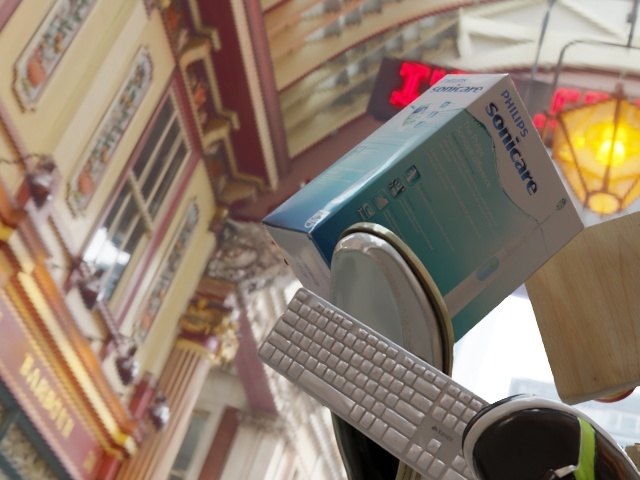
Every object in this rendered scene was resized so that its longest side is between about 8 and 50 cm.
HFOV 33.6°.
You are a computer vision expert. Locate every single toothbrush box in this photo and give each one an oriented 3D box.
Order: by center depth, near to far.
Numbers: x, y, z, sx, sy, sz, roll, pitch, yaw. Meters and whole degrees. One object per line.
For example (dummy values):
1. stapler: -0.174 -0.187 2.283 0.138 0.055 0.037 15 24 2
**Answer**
1. toothbrush box: 0.120 -0.019 1.183 0.216 0.295 0.126 57 -17 -22

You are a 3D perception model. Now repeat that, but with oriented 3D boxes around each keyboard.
1. keyboard: 0.051 0.118 0.825 0.256 0.072 0.014 30 -12 39

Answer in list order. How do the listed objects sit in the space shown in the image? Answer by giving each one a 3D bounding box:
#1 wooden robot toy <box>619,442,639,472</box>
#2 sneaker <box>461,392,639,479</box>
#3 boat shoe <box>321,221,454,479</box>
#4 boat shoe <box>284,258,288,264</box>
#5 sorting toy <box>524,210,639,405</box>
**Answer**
1. wooden robot toy: 0.382 0.271 1.192 0.173 0.079 0.076 7 -15 -7
2. sneaker: 0.182 0.186 0.630 0.234 0.084 0.097 46 3 -4
3. boat shoe: 0.060 0.135 1.005 0.113 0.103 0.302 3 -63 40
4. boat shoe: 0.000 0.000 1.704 0.142 0.040 0.049 -31 -68 25
5. sorting toy: 0.430 0.097 1.469 0.256 0.257 0.089 -18 -40 11
